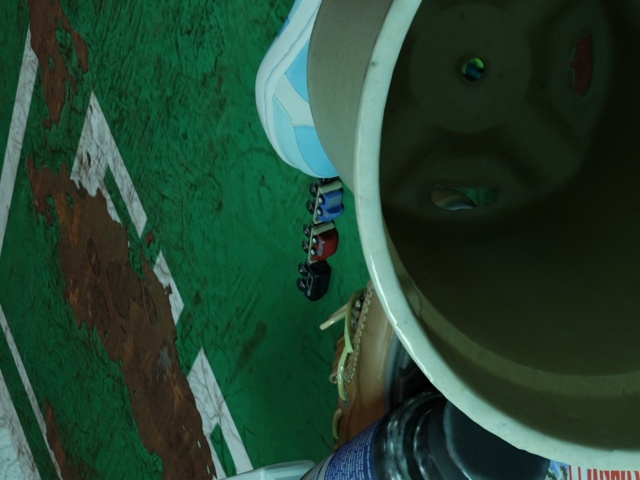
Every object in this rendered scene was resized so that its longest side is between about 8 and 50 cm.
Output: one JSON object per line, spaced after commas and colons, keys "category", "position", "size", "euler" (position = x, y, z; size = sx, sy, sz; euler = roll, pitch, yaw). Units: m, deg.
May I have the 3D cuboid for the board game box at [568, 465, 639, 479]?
{"category": "board game box", "position": [0.216, 0.132, 1.037], "size": [0.146, 0.045, 0.194], "euler": [6, 101, 63]}

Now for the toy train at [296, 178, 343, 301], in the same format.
{"category": "toy train", "position": [0.000, 0.000, 1.581], "size": [0.036, 0.027, 0.158], "euler": [51, 147, 36]}

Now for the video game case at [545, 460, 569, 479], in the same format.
{"category": "video game case", "position": [0.235, 0.262, 1.182], "size": [0.269, 0.061, 0.244], "euler": [29, 130, 58]}

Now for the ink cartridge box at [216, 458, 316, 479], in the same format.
{"category": "ink cartridge box", "position": [-0.071, 0.362, 1.443], "size": [0.261, 0.066, 0.296], "euler": [-26, 71, 52]}

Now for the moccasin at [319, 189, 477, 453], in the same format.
{"category": "moccasin", "position": [0.069, 0.096, 1.377], "size": [0.147, 0.139, 0.380], "euler": [46, 154, 32]}

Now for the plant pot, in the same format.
{"category": "plant pot", "position": [0.137, -0.080, 0.933], "size": [0.305, 0.333, 0.334], "euler": [-137, 37, -69]}

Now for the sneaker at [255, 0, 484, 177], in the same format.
{"category": "sneaker", "position": [0.052, -0.101, 1.288], "size": [0.208, 0.127, 0.319], "euler": [63, 155, 26]}

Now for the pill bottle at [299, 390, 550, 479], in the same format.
{"category": "pill bottle", "position": [0.074, 0.189, 1.244], "size": [0.219, 0.122, 0.123], "euler": [-43, 64, 49]}
